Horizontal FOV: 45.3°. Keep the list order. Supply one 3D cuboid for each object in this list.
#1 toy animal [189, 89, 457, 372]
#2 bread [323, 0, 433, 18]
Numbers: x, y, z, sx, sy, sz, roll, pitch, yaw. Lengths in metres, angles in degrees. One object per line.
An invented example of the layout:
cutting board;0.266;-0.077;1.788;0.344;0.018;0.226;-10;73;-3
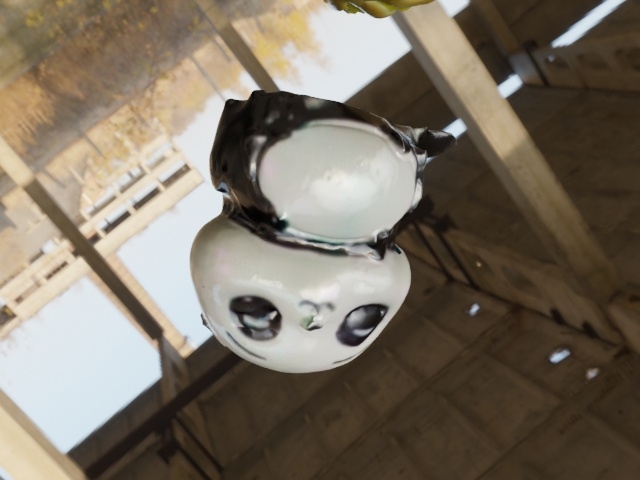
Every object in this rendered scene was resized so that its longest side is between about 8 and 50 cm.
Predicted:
toy animal;0.000;0.000;0.503;0.138;0.166;0.179;-144;-113;-75
bread;0.039;-0.281;0.691;0.213;0.213;0.105;-16;-127;53
